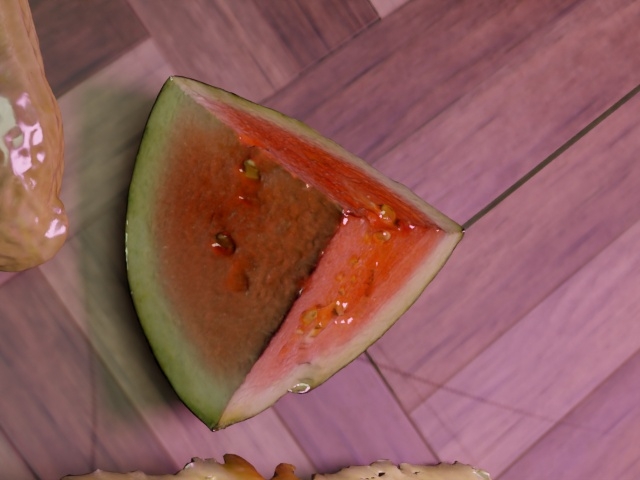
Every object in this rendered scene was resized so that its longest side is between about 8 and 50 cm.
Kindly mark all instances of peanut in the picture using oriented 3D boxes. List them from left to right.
[{"bbox_3d":[-0.183,-0.077,0.830,0.093,0.083,0.194,-13,88,-25],"label":"peanut"}]

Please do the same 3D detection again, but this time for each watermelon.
[{"bbox_3d":[-0.012,0.003,0.895,0.145,0.137,0.193,3,79,-59],"label":"watermelon"}]

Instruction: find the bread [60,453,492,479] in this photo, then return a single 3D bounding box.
[{"bbox_3d":[0.109,0.254,0.807,0.345,0.242,0.405,-17,90,-47],"label":"bread"}]
